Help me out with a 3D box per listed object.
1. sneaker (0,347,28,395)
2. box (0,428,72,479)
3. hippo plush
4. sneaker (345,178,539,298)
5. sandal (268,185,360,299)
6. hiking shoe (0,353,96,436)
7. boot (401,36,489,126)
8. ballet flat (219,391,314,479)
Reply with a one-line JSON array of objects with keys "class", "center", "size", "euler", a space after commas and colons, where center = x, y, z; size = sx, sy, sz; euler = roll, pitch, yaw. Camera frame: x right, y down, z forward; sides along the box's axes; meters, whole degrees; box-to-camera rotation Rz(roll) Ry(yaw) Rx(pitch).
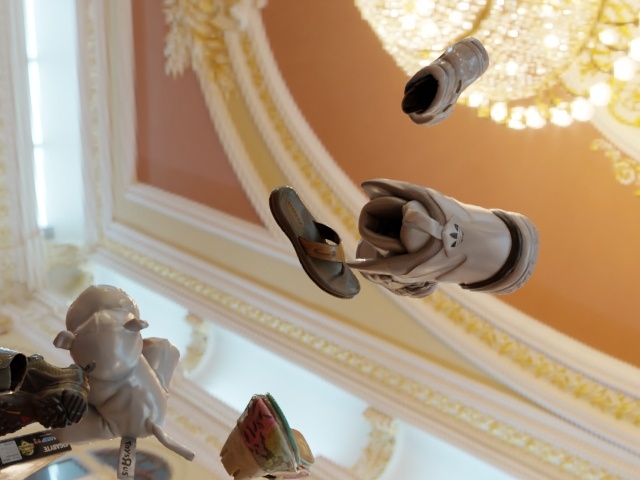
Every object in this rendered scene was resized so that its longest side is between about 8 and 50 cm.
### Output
[{"class": "sneaker", "center": [-0.447, 0.170, 1.296], "size": [0.118, 0.222, 0.083], "euler": [8, -70, 9]}, {"class": "box", "center": [-0.562, 0.394, 1.829], "size": [0.220, 0.175, 0.051], "euler": [-31, -104, 22]}, {"class": "hippo plush", "center": [-0.360, 0.211, 1.740], "size": [0.294, 0.234, 0.236], "euler": [-107, 178, -52]}, {"class": "sneaker", "center": [0.108, -0.005, 1.470], "size": [0.366, 0.210, 0.137], "euler": [-1, -105, 59]}, {"class": "sandal", "center": [0.000, 0.000, 1.730], "size": [0.060, 0.090, 0.219], "euler": [-28, -85, 35]}, {"class": "hiking shoe", "center": [-0.445, 0.223, 1.582], "size": [0.114, 0.227, 0.086], "euler": [-87, 175, -57]}, {"class": "boot", "center": [0.177, -0.248, 1.814], "size": [0.095, 0.123, 0.258], "euler": [54, -26, 8]}, {"class": "ballet flat", "center": [-0.056, 0.209, 1.065], "size": [0.077, 0.079, 0.221], "euler": [62, -4, 20]}]
